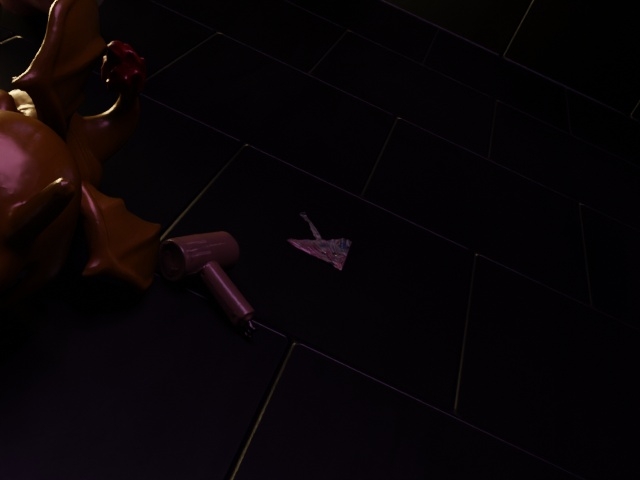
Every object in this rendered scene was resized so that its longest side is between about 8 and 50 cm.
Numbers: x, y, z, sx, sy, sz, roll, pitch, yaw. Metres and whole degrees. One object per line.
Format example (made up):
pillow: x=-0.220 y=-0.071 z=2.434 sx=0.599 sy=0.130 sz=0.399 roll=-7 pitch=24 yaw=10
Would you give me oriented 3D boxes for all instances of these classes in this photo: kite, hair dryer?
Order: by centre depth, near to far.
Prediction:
hair dryer: x=-0.140 y=0.064 z=1.133 sx=0.117 sy=0.064 sz=0.181 roll=-9 pitch=53 yaw=-49
kite: x=0.000 y=0.000 z=1.375 sx=0.139 sy=0.011 sz=0.156 roll=4 pitch=37 yaw=-35

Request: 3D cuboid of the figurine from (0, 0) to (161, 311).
figurine: x=-0.354 y=-0.094 z=0.950 sx=0.268 sy=0.401 sz=0.387 roll=4 pitch=25 yaw=3

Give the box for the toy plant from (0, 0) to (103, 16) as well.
toy plant: x=-0.626 y=-0.557 z=1.601 sx=0.356 sy=0.210 sz=0.317 roll=16 pitch=31 yaw=9
